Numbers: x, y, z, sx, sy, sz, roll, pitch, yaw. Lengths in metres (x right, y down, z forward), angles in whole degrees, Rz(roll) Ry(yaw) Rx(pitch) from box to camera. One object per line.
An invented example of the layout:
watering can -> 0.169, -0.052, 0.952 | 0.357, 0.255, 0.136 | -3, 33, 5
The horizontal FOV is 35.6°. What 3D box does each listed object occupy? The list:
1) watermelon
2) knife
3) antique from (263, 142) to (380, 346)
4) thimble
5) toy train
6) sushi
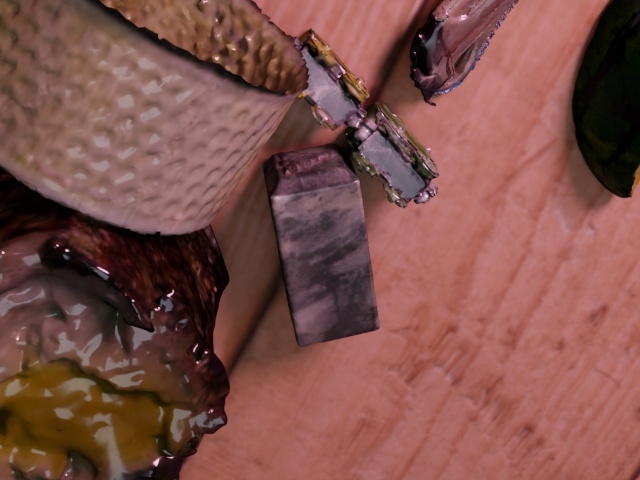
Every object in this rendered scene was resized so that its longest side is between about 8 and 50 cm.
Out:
watermelon -> 0.337, -0.177, 0.948 | 0.129, 0.123, 0.301 | 5, 121, -48
knife -> 0.205, -0.273, 0.892 | 0.365, 0.043, 0.089 | -47, 148, 13
antique -> 0.000, 0.000, 0.976 | 0.086, 0.088, 0.183 | -11, 119, -4
thimble -> -0.154, -0.140, 0.777 | 0.270, 0.271, 0.150 | 27, 113, -21
toy train -> 0.035, -0.114, 0.929 | 0.060, 0.081, 0.202 | -41, 109, 12
sushi -> -0.233, 0.075, 0.862 | 0.299, 0.294, 0.281 | -37, 116, 12
